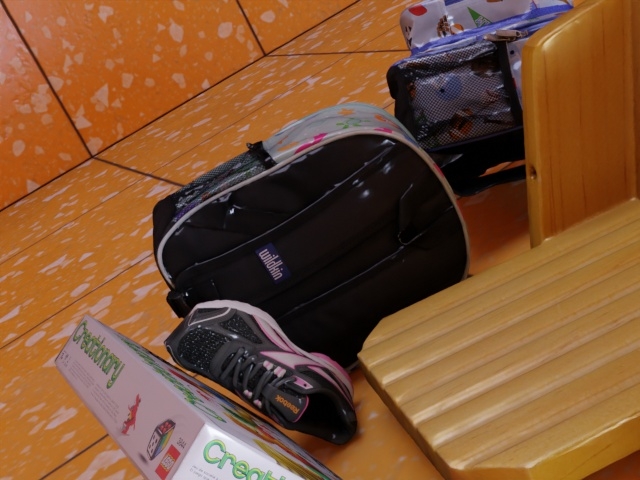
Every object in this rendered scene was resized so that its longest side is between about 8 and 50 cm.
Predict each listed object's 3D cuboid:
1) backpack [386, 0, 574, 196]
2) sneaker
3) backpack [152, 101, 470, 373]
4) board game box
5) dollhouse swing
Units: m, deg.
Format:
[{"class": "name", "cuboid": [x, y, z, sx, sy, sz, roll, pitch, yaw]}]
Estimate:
[{"class": "backpack", "cuboid": [0.209, -0.165, 1.145, 0.263, 0.213, 0.276, -7, 4, 11]}, {"class": "sneaker", "cuboid": [-0.037, 0.108, 0.871, 0.072, 0.178, 0.077, -59, 25, 14]}, {"class": "backpack", "cuboid": [0.000, 0.000, 0.998, 0.253, 0.225, 0.191, -30, 22, 7]}, {"class": "board game box", "cuboid": [-0.064, 0.147, 0.756, 0.053, 0.193, 0.305, -58, 25, -7]}, {"class": "dollhouse swing", "cuboid": [0.185, -0.035, 0.777, 0.305, 0.315, 0.347, -10, 17, -11]}]
